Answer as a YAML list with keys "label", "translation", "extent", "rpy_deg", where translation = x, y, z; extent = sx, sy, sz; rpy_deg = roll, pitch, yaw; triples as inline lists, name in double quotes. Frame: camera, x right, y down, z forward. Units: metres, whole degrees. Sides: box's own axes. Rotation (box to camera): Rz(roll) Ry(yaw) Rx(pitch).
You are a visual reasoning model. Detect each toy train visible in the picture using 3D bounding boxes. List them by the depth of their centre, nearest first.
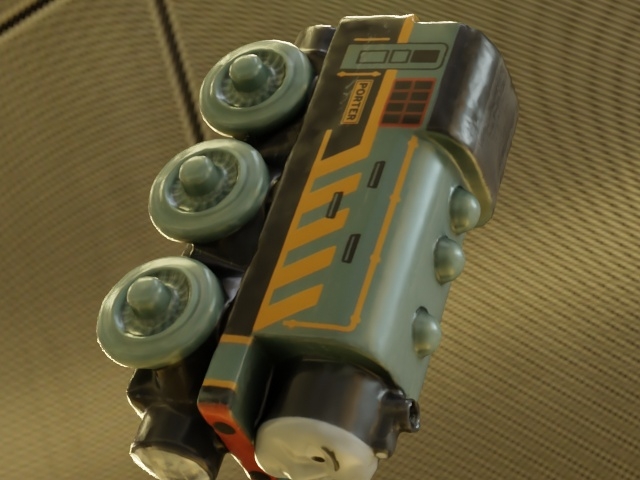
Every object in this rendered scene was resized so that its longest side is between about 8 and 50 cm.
- label: "toy train"
  translation: [0.000, 0.000, 0.920]
  extent: [0.190, 0.142, 0.334]
  rpy_deg: [2, -127, 26]
